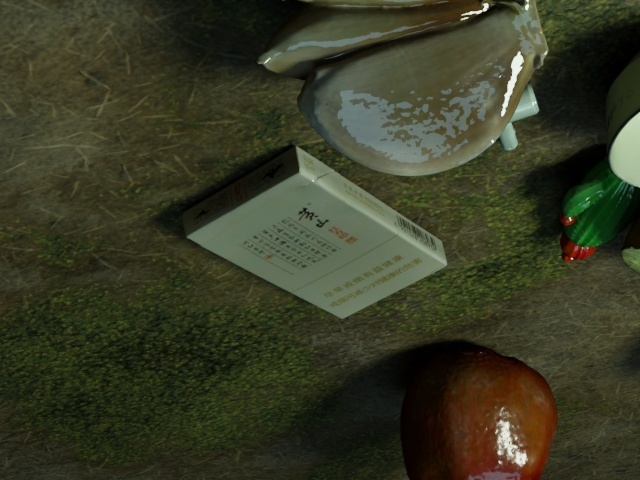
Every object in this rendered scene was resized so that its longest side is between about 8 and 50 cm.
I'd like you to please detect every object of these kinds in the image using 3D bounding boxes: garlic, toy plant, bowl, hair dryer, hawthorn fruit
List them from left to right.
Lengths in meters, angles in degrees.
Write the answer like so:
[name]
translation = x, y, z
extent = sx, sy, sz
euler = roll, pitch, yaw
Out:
[garlic]
translation = 0.100, -0.207, 1.472
extent = 0.325, 0.132, 0.279
euler = -17, 108, 2
[hawthorn fruit]
translation = 0.267, 0.334, 2.297
extent = 0.295, 0.311, 0.295
euler = 0, -179, 0
[hair dryer]
translation = 0.246, -0.155, 1.747
extent = 0.082, 0.047, 0.137
euler = -17, 153, 8
[toy plant]
translation = 0.415, -0.047, 1.933
extent = 0.155, 0.088, 0.240
euler = -28, 155, 0
[bowl]
translation = 0.464, -0.179, 1.696
extent = 0.238, 0.126, 0.237
euler = -8, 149, -5

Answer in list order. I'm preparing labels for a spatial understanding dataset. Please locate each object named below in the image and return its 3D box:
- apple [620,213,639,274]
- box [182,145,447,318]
[apple]
translation = 0.550, -0.009, 1.888
extent = 0.254, 0.179, 0.346
euler = -20, 168, 5
[box]
translation = -0.001, -0.001, 1.901
extent = 0.205, 0.051, 0.365
euler = -28, 145, 26
